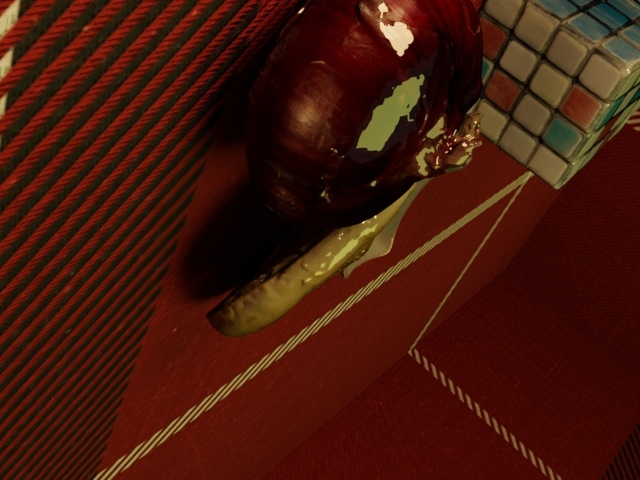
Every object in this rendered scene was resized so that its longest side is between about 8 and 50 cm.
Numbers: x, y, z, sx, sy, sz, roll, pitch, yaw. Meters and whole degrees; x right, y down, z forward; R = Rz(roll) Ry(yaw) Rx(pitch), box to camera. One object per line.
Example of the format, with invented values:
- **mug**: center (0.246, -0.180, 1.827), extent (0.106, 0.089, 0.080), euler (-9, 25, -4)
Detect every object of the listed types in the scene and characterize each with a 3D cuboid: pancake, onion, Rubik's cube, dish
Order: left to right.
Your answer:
- **pancake**: center (-0.001, 0.001, 1.176), extent (0.387, 0.082, 0.387), euler (-40, -172, 7)
- **onion**: center (0.056, -0.137, 0.901), extent (0.314, 0.232, 0.314), euler (-43, 164, -15)
- **dish**: center (0.093, -0.048, 1.459), extent (0.151, 0.077, 0.212), euler (-27, 153, -47)
- **Rubik's cube**: center (0.391, -0.287, 1.376), extent (0.256, 0.259, 0.253), euler (-34, 157, -38)

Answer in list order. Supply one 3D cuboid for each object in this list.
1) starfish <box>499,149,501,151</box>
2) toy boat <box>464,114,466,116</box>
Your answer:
- **starfish**: center (0.463, -0.295, 1.902), extent (0.247, 0.050, 0.138), euler (-45, 163, -38)
- **toy boat**: center (0.144, -0.198, 1.174), extent (0.296, 0.114, 0.122), euler (31, 79, -73)
